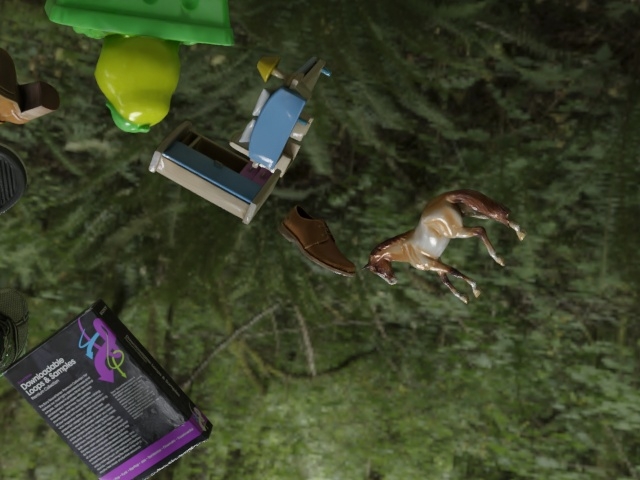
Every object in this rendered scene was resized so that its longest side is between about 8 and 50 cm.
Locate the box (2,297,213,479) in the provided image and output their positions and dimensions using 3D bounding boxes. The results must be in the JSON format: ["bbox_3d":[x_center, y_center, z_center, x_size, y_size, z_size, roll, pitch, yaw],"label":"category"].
[{"bbox_3d":[-0.194,0.146,0.783,0.116,0.162,0.029,-34,-166,16],"label":"box"}]

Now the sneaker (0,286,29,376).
[{"bbox_3d":[-0.603,0.186,1.553,0.134,0.146,0.343,26,-155,-15],"label":"sneaker"}]

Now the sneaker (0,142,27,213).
[{"bbox_3d":[-0.465,-0.073,0.956,0.295,0.124,0.178,-7,-158,-4],"label":"sneaker"}]

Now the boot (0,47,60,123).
[{"bbox_3d":[-0.495,-0.211,1.229,0.152,0.073,0.197,-11,160,19],"label":"boot"}]

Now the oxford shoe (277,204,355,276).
[{"bbox_3d":[0.000,0.000,1.768,0.212,0.076,0.076,40,-163,28],"label":"oxford shoe"}]

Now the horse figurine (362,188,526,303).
[{"bbox_3d":[0.194,0.001,1.297,0.174,0.066,0.263,34,137,3],"label":"horse figurine"}]

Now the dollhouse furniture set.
[{"bbox_3d":[-0.118,-0.238,1.482,0.198,0.286,0.303,30,125,-1],"label":"dollhouse furniture set"}]

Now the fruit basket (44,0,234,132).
[{"bbox_3d":[-0.372,-0.418,1.753,0.392,0.392,0.283,13,-164,-25],"label":"fruit basket"}]
